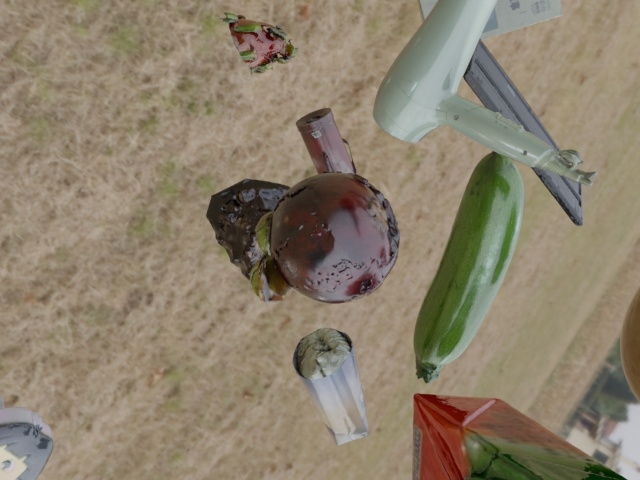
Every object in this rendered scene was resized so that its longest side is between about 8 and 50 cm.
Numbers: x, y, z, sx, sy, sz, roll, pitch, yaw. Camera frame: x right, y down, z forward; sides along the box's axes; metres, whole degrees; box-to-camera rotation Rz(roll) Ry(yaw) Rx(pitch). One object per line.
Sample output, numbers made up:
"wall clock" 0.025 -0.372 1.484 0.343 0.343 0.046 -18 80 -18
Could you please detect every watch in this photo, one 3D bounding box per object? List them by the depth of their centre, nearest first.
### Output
"watch" -0.503 0.261 0.963 0.244 0.231 0.196 -41 134 -7

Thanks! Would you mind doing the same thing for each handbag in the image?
"handbag" 0.021 0.213 1.104 0.095 0.117 0.173 -22 122 -2

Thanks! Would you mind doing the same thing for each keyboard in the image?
"keyboard" 0.231 -0.171 0.883 0.381 0.041 0.103 50 39 -30

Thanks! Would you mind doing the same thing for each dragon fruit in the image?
"dragon fruit" -0.140 -0.446 1.633 0.175 0.138 0.142 -6 161 -13

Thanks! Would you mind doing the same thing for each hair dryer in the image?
"hair dryer" 0.179 -0.144 0.690 0.075 0.237 0.206 -17 145 -52

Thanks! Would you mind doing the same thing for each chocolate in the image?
"chocolate" 0.262 0.417 0.989 0.161 0.341 0.360 -4 101 -20
"chocolate" -0.123 0.007 1.553 0.206 0.177 0.224 -24 136 18

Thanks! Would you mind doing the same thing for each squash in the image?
"squash" 0.235 0.051 1.145 0.107 0.107 0.395 -13 125 -57

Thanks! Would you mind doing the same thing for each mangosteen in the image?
"mangosteen" 0.000 0.000 0.855 0.166 0.180 0.166 39 44 -51

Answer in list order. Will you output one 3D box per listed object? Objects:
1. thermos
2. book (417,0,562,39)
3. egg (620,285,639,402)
"thermos" 0.025 -0.198 1.768 0.124 0.098 0.232 -80 150 -64
"book" 0.335 -0.518 1.468 0.282 0.025 0.215 -18 113 4
"egg" 0.578 0.144 1.059 0.250 0.250 0.323 -38 139 -37
